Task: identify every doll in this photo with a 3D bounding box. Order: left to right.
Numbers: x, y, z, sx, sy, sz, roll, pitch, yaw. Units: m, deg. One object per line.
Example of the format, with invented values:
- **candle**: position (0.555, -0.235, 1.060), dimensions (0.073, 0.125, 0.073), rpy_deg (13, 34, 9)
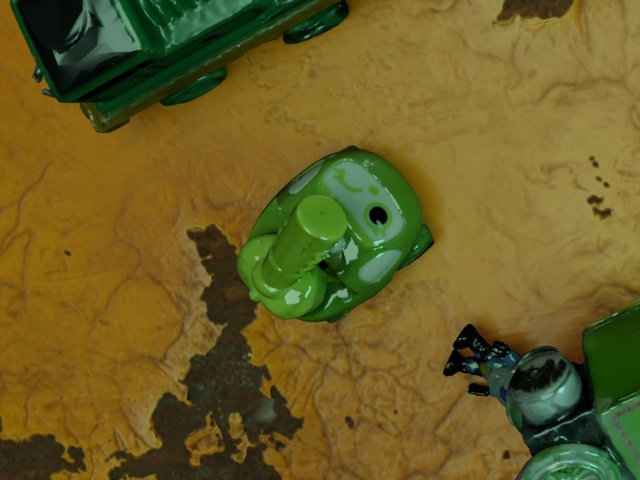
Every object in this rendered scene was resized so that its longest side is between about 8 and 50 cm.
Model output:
- **doll**: position (0.220, 0.158, 1.833), dimensions (0.195, 0.070, 0.096), rpy_deg (31, 134, 10)

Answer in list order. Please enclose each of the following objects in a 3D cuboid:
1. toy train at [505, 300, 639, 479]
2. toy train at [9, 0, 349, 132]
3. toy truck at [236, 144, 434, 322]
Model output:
- **toy train**: position (0.321, 0.212, 1.709), dimensions (0.249, 0.173, 0.307), rpy_deg (-27, 116, 17)
- **toy train**: position (-0.134, -0.255, 1.802), dimensions (0.429, 0.249, 0.178), rpy_deg (-27, 87, 19)
- **toy truck**: position (-0.005, 0.007, 1.825), dimensions (0.148, 0.210, 0.187), rpy_deg (51, 125, 6)
